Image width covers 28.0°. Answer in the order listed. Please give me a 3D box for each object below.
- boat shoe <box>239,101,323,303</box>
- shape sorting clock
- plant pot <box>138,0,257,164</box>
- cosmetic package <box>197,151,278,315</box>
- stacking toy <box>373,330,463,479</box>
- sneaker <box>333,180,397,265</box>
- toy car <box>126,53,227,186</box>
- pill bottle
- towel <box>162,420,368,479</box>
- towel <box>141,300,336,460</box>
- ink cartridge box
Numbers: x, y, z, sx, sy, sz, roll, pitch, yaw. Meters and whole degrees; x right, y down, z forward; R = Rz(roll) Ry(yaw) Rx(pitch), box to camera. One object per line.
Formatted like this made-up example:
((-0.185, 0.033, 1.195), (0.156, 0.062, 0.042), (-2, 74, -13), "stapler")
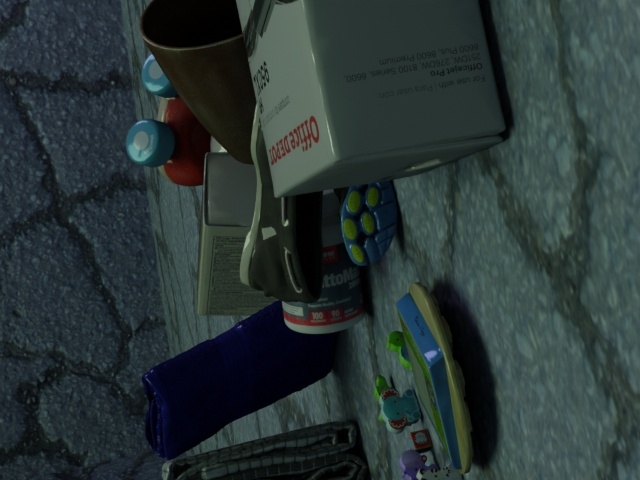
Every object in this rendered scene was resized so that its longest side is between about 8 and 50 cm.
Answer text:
((-0.023, -0.069, 1.495), (0.112, 0.095, 0.335), (-49, -25, -48), "boat shoe")
((0.127, 0.143, 1.352), (0.206, 0.040, 0.206), (163, 90, -87), "shape sorting clock")
((-0.106, -0.225, 1.744), (0.215, 0.215, 0.230), (-118, 7, -51), "plant pot")
((-0.110, -0.004, 1.955), (0.296, 0.153, 0.129), (106, 163, -61), "cosmetic package")
((0.101, 0.235, 1.513), (0.167, 0.052, 0.221), (103, 153, -60), "stacking toy")
((0.047, -0.062, 1.493), (0.078, 0.067, 0.188), (98, 163, -75), "sneaker")
((-0.132, -0.175, 1.985), (0.238, 0.219, 0.210), (12, 90, 32), "toy car")
((-0.004, 0.019, 1.655), (0.108, 0.108, 0.180), (-136, 37, -68), "pill bottle")
((-0.090, 0.356, 1.908), (0.235, 0.284, 0.121), (133, 124, -75), "towel")
((-0.106, 0.190, 1.826), (0.076, 0.308, 0.227), (52, 157, 23), "towel")
((0.019, -0.255, 1.213), (0.285, 0.166, 0.395), (160, 99, -77), "ink cartridge box")
